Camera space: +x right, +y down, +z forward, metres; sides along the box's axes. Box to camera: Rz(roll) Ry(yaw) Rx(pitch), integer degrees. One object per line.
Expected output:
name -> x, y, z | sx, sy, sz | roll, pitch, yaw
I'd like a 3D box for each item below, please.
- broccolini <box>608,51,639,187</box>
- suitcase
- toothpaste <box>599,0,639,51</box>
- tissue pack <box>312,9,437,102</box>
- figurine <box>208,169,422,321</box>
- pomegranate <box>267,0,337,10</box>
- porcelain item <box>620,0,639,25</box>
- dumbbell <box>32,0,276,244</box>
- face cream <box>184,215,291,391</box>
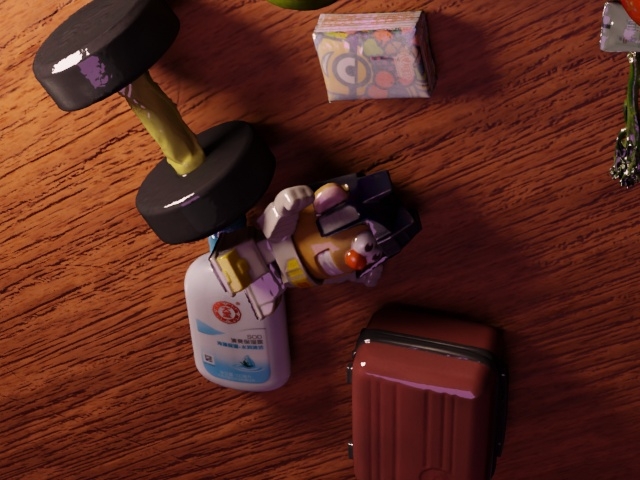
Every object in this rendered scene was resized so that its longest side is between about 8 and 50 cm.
broccolini -> 0.411, -0.164, 1.892 | 0.074, 0.058, 0.201 | -2, 114, 5
suitcase -> 0.165, 0.256, 2.255 | 0.236, 0.161, 0.297 | 10, 131, 14
toothpaste -> 0.451, -0.250, 1.795 | 0.218, 0.041, 0.064 | 9, 113, 17
tissue pack -> 0.072, -0.242, 1.934 | 0.148, 0.060, 0.108 | 1, 130, 22
figurine -> -0.002, -0.003, 2.086 | 0.308, 0.308, 0.143 | -35, 72, 39
pomegranate -> -0.034, -0.388, 1.781 | 0.248, 0.202, 0.202 | 40, 139, 25
porcelain item -> 0.433, -0.308, 1.621 | 0.253, 0.253, 0.253 | 11, 132, 13
dumbbell -> -0.224, -0.170, 2.013 | 0.204, 0.203, 0.322 | -18, 121, 32
face cream -> -0.131, 0.093, 2.287 | 0.163, 0.080, 0.336 | 8, 132, 13
